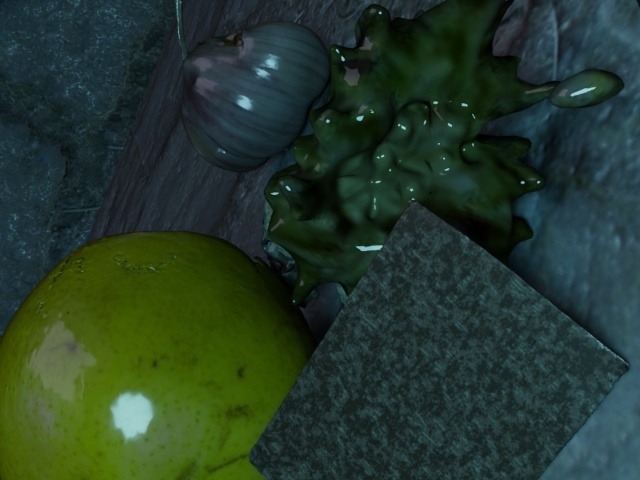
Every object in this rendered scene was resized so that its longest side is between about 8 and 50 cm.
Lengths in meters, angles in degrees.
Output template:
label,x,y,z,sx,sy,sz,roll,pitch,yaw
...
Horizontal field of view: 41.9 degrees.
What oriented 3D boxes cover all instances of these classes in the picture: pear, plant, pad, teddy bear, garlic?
label,x,y,z,sx,sy,sz,roll,pitch,yaw
pear,-0.138,0.156,0.707,0.336,0.285,0.285,-70,22,6
plant,0.076,-0.061,0.655,0.251,0.180,0.333,-52,-2,9
pad,0.056,0.111,0.519,0.158,0.003,0.235,41,116,22
teddy bear,-0.014,-0.008,0.780,0.213,0.111,0.133,4,71,66
garlic,-0.093,-0.225,1.067,0.207,0.207,0.257,-37,75,53

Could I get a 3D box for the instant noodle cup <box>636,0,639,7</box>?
label,x,y,z,sx,sy,sz,roll,pitch,yaw
instant noodle cup,0.220,-0.150,0.289,0.212,0.193,0.193,147,139,-68
